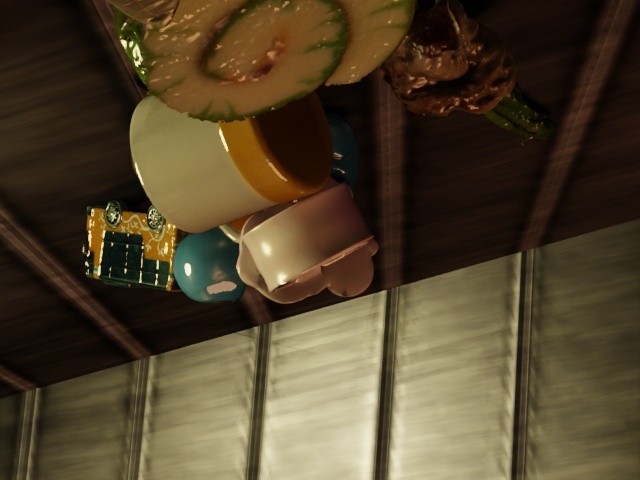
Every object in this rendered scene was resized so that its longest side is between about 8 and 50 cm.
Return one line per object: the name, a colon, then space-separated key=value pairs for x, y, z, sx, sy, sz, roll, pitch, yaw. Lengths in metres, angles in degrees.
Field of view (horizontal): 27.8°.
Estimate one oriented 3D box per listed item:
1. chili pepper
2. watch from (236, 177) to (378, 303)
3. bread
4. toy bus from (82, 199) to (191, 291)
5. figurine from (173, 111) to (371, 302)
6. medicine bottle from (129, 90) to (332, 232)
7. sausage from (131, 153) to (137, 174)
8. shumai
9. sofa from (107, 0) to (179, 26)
chili pepper: x=0.374 y=-0.228 z=2.425 sx=0.085 sy=0.076 sz=0.359 roll=-42 pitch=156 yaw=12
watch: x=0.000 y=0.000 z=2.067 sx=0.248 sy=0.211 sz=0.217 roll=-25 pitch=178 yaw=-23
bread: x=-0.064 y=-0.301 z=1.603 sx=0.382 sy=0.129 sz=0.366 roll=10 pitch=138 yaw=-38
toy bus: x=-0.317 y=0.011 z=2.432 sx=0.275 sy=0.167 sz=0.138 roll=8 pitch=-176 yaw=43
figurine: x=-0.053 y=-0.016 z=2.279 sx=0.416 sy=0.243 sz=0.298 roll=-44 pitch=-153 yaw=-4
medicine bottle: x=-0.136 y=-0.153 z=1.989 sx=0.232 sy=0.238 sz=0.238 roll=-18 pitch=163 yaw=27
sausage: x=-0.239 y=-0.139 z=2.186 sx=0.125 sy=0.117 sz=0.317 roll=-48 pitch=159 yaw=3
shumai: x=0.182 y=-0.301 z=1.951 sx=0.184 sy=0.218 sz=0.185 roll=-20 pitch=123 yaw=-11
sofa: x=-0.272 y=-0.328 z=1.333 sx=0.176 sy=0.210 sz=0.225 roll=-22 pitch=163 yaw=26
